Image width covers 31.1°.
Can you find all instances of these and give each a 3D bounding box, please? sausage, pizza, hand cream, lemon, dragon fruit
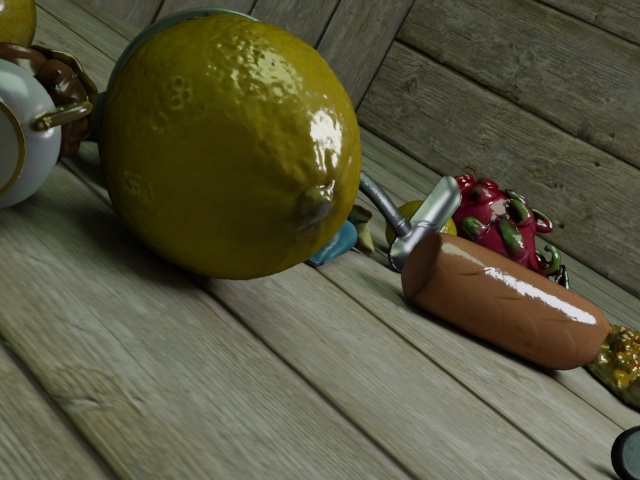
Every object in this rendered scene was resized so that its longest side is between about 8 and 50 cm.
[{"bbox_3d":[0.266,0.093,1.623,0.304,0.121,0.121,25,10,-13],"label":"sausage"},{"bbox_3d":[0.549,0.228,1.838,0.268,0.087,0.258,27,13,-23],"label":"pizza"},{"bbox_3d":[0.000,0.000,1.622,0.083,0.048,0.224,33,16,13],"label":"hand cream"},{"bbox_3d":[0.167,-0.013,1.923,0.133,0.109,0.109,34,10,-2],"label":"lemon"},{"bbox_3d":[0.323,-0.002,2.091,0.272,0.218,0.198,29,46,-22],"label":"dragon fruit"},{"bbox_3d":[-0.093,-0.094,1.178,0.293,0.293,0.293,27,10,-5],"label":"lemon"}]

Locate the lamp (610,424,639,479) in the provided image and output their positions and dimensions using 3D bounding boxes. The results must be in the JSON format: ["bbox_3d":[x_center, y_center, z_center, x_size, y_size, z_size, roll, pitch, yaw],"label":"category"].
[{"bbox_3d":[0.493,0.311,1.328,0.371,0.130,0.108,14,-11,-7],"label":"lamp"}]

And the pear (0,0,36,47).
[{"bbox_3d":[-0.427,-0.256,1.319,0.200,0.200,0.200,27,10,-5],"label":"pear"}]

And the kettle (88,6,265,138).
[{"bbox_3d":[-0.178,-0.164,1.502,0.319,0.247,0.342,1,5,-5],"label":"kettle"}]

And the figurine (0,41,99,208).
[{"bbox_3d":[-0.294,-0.110,1.063,0.189,0.142,0.263,-7,15,0],"label":"figurine"}]

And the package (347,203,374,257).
[{"bbox_3d":[0.036,-0.032,1.756,0.108,0.031,0.121,33,-22,21],"label":"package"}]

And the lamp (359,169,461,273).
[{"bbox_3d":[0.081,-0.101,1.857,0.283,0.125,0.203,32,51,23],"label":"lamp"}]
